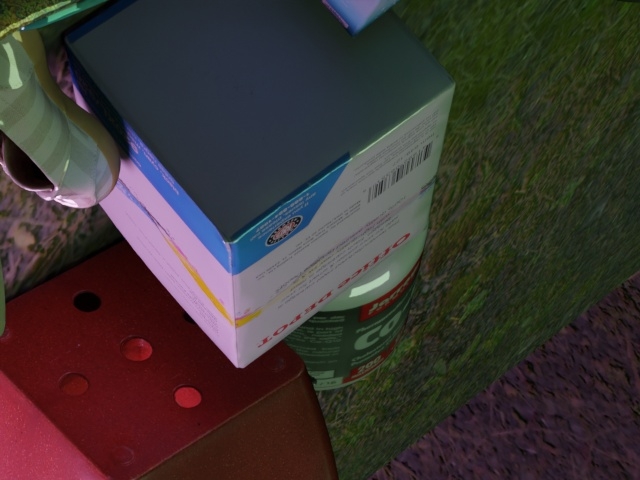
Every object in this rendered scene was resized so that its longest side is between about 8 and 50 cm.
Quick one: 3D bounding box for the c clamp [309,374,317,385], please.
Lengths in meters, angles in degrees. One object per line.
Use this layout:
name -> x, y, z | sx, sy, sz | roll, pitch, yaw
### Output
c clamp -> -0.077, 0.073, 1.445 | 0.022, 0.137, 0.161 | -44, -173, -18

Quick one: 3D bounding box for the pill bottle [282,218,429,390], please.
pill bottle -> 0.000, 0.000, 1.415 | 0.161, 0.161, 0.283 | -37, 164, -16

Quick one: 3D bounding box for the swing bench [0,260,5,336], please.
swing bench -> -0.305, 0.062, 0.882 | 0.253, 0.165, 0.254 | -24, 156, -45

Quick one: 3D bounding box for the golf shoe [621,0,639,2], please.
golf shoe -> 0.326, -0.293, 1.514 | 0.120, 0.105, 0.273 | -17, 151, -41

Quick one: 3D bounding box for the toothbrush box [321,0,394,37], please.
toothbrush box -> 0.066, -0.226, 0.904 | 0.216, 0.126, 0.295 | -41, -178, -2

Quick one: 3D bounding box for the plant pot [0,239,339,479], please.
plant pot -> -0.146, 0.155, 1.367 | 0.267, 0.267, 0.235 | -30, 147, -34

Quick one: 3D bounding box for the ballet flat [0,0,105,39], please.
ballet flat -> -0.173, -0.130, 0.805 | 0.348, 0.123, 0.123 | -35, 163, -29

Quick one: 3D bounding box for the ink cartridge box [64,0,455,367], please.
ink cartridge box -> -0.039, -0.060, 1.159 | 0.171, 0.168, 0.232 | -36, 163, -15

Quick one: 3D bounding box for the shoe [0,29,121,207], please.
shoe -> -0.169, -0.065, 1.007 | 0.058, 0.077, 0.219 | -60, 160, -17
